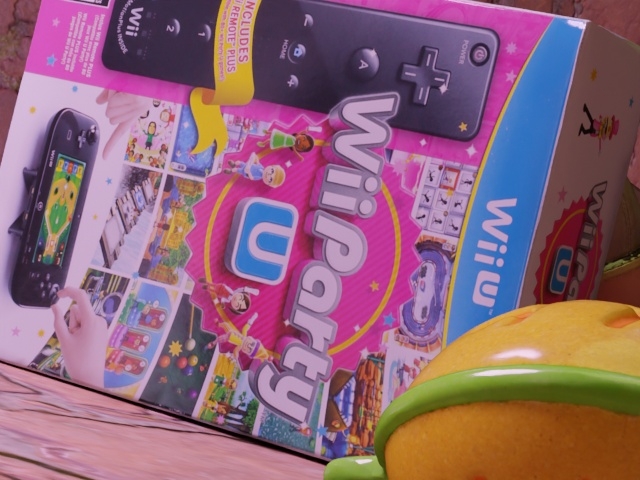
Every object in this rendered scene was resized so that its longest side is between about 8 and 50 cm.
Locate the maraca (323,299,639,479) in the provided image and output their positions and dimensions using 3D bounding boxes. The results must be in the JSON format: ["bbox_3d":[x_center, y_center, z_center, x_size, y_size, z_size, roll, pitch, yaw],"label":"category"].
[{"bbox_3d":[0.074,0.077,0.637,0.127,0.099,0.185,24,-27,-14],"label":"maraca"}]

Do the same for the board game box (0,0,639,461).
[{"bbox_3d":[-0.012,-0.018,0.967,0.303,0.224,0.097,13,0,29],"label":"board game box"}]

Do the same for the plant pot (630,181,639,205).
[{"bbox_3d":[0.280,0.067,1.740,0.230,0.215,0.215,28,1,1],"label":"plant pot"}]

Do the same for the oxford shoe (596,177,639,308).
[{"bbox_3d":[0.029,-0.002,1.087,0.348,0.130,0.123,-10,9,38],"label":"oxford shoe"}]
